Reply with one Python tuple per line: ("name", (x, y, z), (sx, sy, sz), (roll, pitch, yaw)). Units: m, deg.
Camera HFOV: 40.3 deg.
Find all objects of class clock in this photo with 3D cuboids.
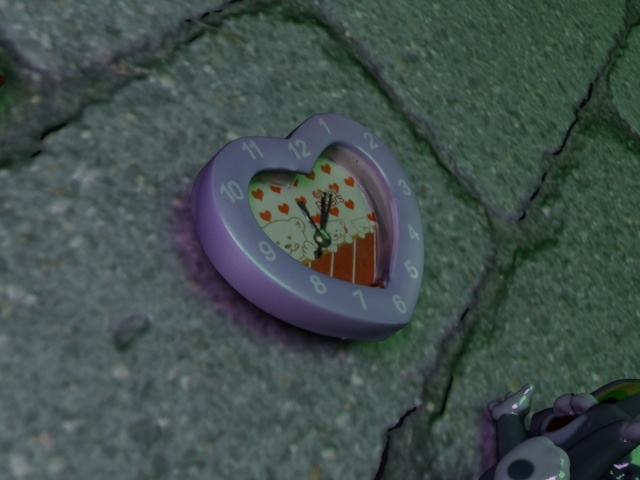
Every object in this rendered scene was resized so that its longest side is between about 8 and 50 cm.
("clock", (0.000, 0.000, 0.638), (0.198, 0.064, 0.172), (-27, 82, -46))

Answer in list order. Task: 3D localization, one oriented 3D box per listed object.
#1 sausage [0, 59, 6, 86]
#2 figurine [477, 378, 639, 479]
("sausage", (-0.317, -0.112, 0.420), (0.349, 0.094, 0.097), (-5, 71, -43))
("figurine", (0.192, 0.174, 0.618), (0.265, 0.193, 0.140), (-32, 88, -35))
